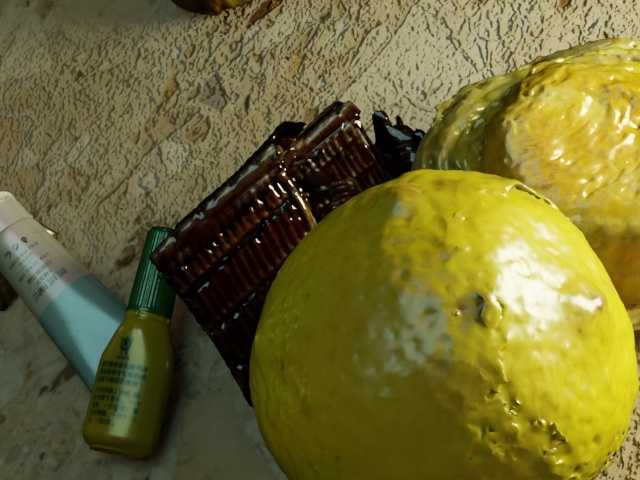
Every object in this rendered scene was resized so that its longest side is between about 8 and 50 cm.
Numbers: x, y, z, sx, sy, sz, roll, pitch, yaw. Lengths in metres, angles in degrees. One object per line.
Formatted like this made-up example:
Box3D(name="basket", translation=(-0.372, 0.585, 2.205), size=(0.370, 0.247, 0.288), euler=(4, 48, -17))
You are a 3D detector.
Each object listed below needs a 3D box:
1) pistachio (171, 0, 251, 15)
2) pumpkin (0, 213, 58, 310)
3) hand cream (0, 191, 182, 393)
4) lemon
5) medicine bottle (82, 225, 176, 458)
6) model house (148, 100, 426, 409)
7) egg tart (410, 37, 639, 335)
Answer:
Box3D(name="pistachio", translation=(-0.123, -0.348, 2.227), size=(0.210, 0.130, 0.165), euler=(-2, 21, 27))
Box3D(name="pumpkin", translation=(-0.486, -0.018, 2.242), size=(0.280, 0.190, 0.139), euler=(33, 74, -7))
Box3D(name="hand cream", translation=(-0.293, 0.068, 2.082), size=(0.111, 0.070, 0.312), euler=(-41, 70, -3))
Box3D(name="lemon", translation=(0.101, 0.114, 1.626), size=(0.387, 0.350, 0.350), euler=(-29, 48, 39))
Box3D(name="medicine bottle", translation=(-0.200, 0.112, 1.994), size=(0.095, 0.064, 0.260), euler=(4, 75, 30))
Box3D(name="model house", translation=(0.000, 0.000, 1.842), size=(0.317, 0.282, 0.297), euler=(-39, 51, 3))
Box3D(name="egg tart", translation=(0.292, -0.079, 1.787), size=(0.339, 0.153, 0.351), euler=(-41, 69, -14))
